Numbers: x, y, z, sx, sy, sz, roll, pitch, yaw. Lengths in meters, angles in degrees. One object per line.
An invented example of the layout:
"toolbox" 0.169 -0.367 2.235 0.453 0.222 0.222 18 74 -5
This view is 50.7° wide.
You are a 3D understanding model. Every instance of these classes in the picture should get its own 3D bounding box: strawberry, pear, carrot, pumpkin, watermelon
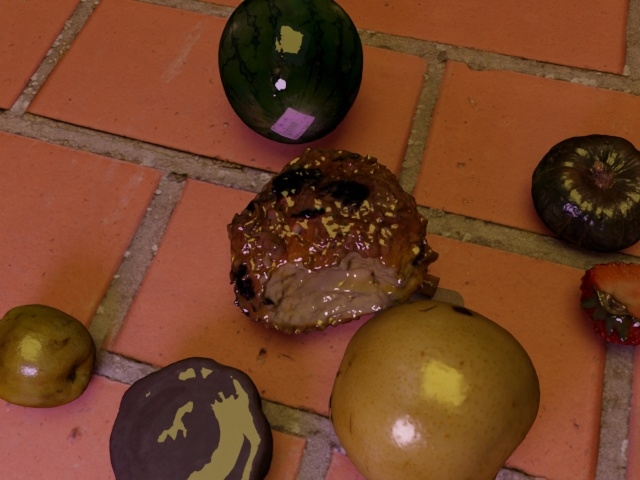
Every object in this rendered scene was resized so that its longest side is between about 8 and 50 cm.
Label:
"strawberry" 0.609 0.132 1.320 0.236 0.111 0.190 -13 47 -31
"pear" -0.527 0.219 1.278 0.200 0.200 0.200 -1 60 2
"carrot" 0.173 0.079 1.394 0.139 0.048 0.048 16 62 15
"pear" 0.181 0.265 1.120 0.348 0.348 0.348 -1 60 2
"pumpkin" 0.570 -0.109 1.400 0.260 0.189 0.260 -2 60 4
"watermelon" -0.066 -0.399 1.515 0.363 0.363 0.363 -1 60 2

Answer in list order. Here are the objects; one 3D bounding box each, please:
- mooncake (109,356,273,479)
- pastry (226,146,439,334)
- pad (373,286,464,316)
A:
"mooncake" -0.224 0.369 1.190 0.306 0.154 0.306 -1 59 2
"pastry" 0.009 -0.014 1.317 0.405 0.292 0.337 -16 47 14
"pad" 0.185 0.204 1.348 0.176 0.002 0.266 11 62 9
